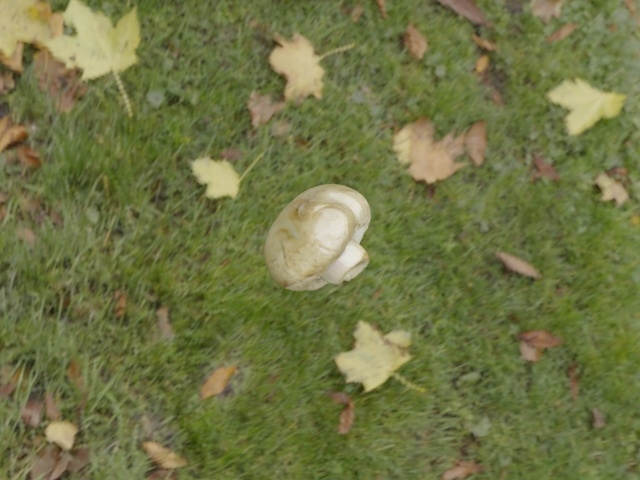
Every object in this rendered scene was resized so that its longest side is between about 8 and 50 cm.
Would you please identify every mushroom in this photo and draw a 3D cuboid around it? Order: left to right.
[{"bbox_3d":[0.000,0.000,1.341,0.148,0.148,0.112,-37,74,-24],"label":"mushroom"}]
